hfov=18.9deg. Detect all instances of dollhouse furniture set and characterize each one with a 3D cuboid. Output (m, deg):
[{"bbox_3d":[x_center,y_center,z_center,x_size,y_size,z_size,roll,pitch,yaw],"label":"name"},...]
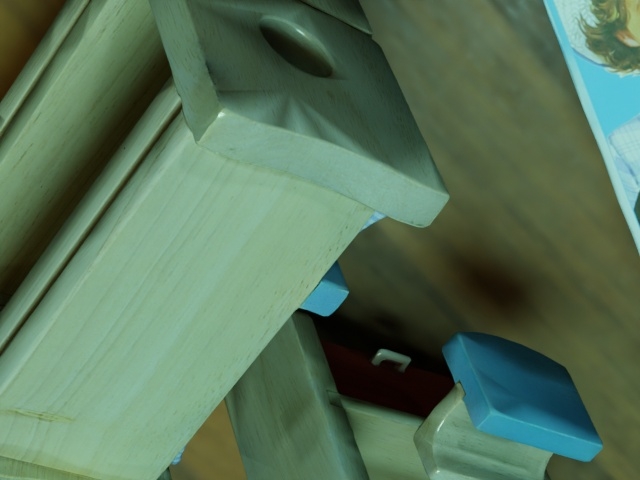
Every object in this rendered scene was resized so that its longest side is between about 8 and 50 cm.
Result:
[{"bbox_3d":[0.000,0.000,0.525,0.184,0.129,0.129,19,123,-33],"label":"dollhouse furniture set"}]

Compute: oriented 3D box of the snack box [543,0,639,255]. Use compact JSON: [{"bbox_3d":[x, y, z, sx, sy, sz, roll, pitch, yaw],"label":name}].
[{"bbox_3d":[0.231,-0.057,0.483,0.322,0.060,0.187,-18,116,16],"label":"snack box"}]
